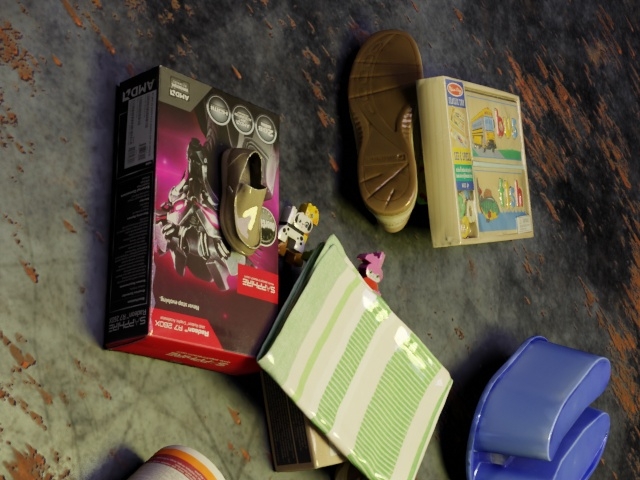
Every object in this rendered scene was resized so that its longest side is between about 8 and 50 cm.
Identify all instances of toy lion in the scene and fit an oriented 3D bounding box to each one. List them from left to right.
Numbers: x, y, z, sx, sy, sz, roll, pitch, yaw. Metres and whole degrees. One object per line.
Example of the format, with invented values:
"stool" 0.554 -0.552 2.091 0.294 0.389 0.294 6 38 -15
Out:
"toy lion" 0.169 -0.110 2.066 0.100 0.034 0.096 8 79 -47

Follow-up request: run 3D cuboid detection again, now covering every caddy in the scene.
"caddy" 0.356 0.309 2.034 0.341 0.179 0.241 -35 129 -48

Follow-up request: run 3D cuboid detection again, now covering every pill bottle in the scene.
"pill bottle" -0.211 0.347 1.414 0.221 0.121 0.121 -41 109 -47

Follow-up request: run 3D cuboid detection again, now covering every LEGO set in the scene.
"LEGO set" 0.000 0.000 1.787 0.227 0.087 0.093 33 70 -39

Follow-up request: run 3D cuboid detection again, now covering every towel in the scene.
"towel" 0.061 0.182 1.706 0.325 0.038 0.248 50 46 -26

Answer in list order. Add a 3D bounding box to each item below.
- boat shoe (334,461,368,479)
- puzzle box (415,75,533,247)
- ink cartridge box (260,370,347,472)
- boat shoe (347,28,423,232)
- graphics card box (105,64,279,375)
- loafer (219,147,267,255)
"boat shoe" 0.078 0.426 1.753 0.080 0.073 0.224 -6 82 -49
"puzzle box" 0.272 -0.131 2.072 0.409 0.052 0.272 -6 89 -64
"ink cartridge box" 0.027 0.222 1.752 0.234 0.088 0.193 -2 81 -48
"boat shoe" 0.107 -0.181 1.970 0.110 0.121 0.341 72 21 -66
"graphics card box" -0.162 -0.022 1.612 0.232 0.094 0.371 19 64 -44
"loafer" -0.099 -0.054 1.582 0.056 0.050 0.148 2 77 -49
